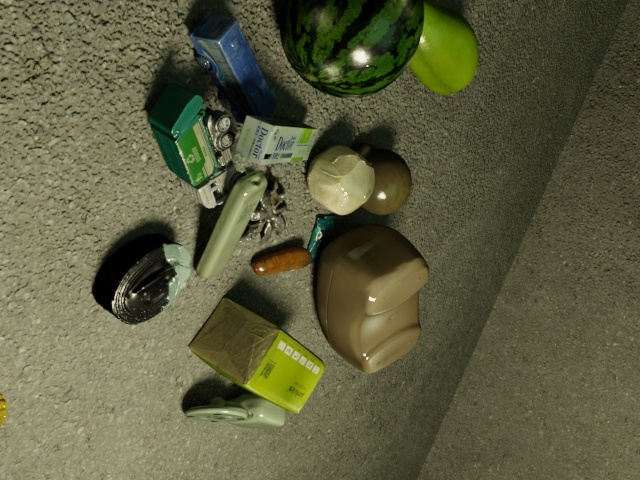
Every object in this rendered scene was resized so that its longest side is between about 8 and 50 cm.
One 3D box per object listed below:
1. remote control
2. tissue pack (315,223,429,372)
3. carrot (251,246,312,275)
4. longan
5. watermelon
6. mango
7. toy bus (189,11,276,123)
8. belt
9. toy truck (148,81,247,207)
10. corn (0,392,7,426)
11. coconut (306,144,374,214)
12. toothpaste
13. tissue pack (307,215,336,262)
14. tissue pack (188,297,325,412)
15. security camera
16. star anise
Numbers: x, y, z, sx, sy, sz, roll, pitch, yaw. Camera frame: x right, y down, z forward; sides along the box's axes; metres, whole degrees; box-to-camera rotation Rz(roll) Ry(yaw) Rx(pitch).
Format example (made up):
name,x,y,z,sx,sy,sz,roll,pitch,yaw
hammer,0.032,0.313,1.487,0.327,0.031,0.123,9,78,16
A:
name,x,y,z,sx,sy,sz,roll,pitch,yaw
remote control,-0.188,-0.026,1.358,0.090,0.038,0.309,-34,163,-45
tissue pack,0.126,0.148,1.797,0.267,0.277,0.387,-29,137,-27
carrot,-0.097,0.051,1.623,0.186,0.060,0.060,-9,120,-44
longan,0.154,-0.169,1.723,0.204,0.159,0.185,56,42,-19
watermelon,0.062,-0.427,1.295,0.285,0.285,0.285,-32,136,-37
mango,0.301,-0.508,1.674,0.343,0.156,0.192,27,90,-55
toy bus,-0.164,-0.317,1.243,0.079,0.094,0.236,-50,145,-16
belt,-0.345,0.075,1.289,0.198,0.078,0.151,-45,141,-26
toy truck,-0.232,-0.178,1.236,0.124,0.114,0.253,-39,142,-25
corn,-0.634,0.270,1.024,0.310,0.101,0.101,19,97,-55
coconut,0.055,-0.146,1.591,0.161,0.162,0.161,-33,137,-38
toothpaste,-0.083,-0.205,1.336,0.336,0.067,0.081,-34,145,-74
tissue pack,0.000,0.000,1.743,0.085,0.028,0.138,-5,120,-53
tissue pack,-0.146,0.286,1.589,0.167,0.200,0.275,-57,145,-12
security camera,-0.215,0.431,1.664,0.301,0.157,0.080,28,56,-51
star anise,-0.133,-0.065,1.488,0.180,0.061,0.204,-35,138,-34
